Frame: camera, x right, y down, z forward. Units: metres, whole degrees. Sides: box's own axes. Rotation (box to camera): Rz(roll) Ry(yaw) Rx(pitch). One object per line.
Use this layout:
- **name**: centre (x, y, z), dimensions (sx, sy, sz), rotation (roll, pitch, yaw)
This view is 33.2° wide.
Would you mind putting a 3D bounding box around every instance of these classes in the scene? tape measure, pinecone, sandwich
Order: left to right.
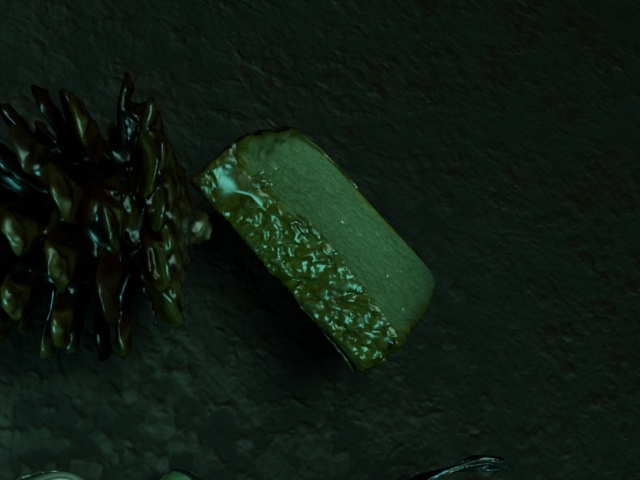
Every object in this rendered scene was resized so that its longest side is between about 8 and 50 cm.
- **pinecone**: centre (-0.227, -0.013, 0.943), dimensions (0.264, 0.264, 0.264), rotation (10, 65, -22)
- **sandwich**: centre (-0.001, 0.001, 1.089), dimensions (0.251, 0.087, 0.226), rotation (49, 22, 0)
- **tape measure**: centre (0.103, 0.276, 1.029), dimensions (0.104, 0.179, 0.107), rotation (-11, 73, -46)

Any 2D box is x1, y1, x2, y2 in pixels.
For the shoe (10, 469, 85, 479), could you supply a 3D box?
- **shoe**: centre (-0.260, 0.257, 0.897), dimensions (0.089, 0.092, 0.180), rotation (46, 57, -1)

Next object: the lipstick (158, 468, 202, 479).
- **lipstick**: centre (-0.204, 0.318, 0.912), dimensions (0.076, 0.076, 0.304), rotation (48, 57, -1)
